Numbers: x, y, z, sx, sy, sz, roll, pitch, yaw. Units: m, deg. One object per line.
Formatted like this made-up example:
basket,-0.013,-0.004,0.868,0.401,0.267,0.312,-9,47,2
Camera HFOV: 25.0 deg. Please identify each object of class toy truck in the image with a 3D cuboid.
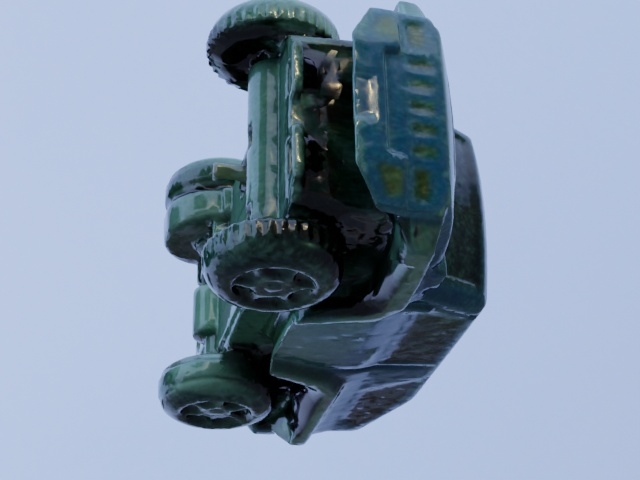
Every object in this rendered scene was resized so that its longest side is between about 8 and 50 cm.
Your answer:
toy truck,0.000,0.000,0.775,0.156,0.155,0.279,6,-30,-13
